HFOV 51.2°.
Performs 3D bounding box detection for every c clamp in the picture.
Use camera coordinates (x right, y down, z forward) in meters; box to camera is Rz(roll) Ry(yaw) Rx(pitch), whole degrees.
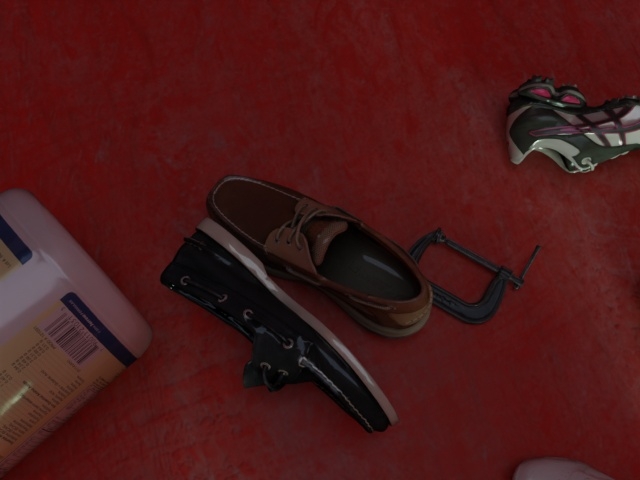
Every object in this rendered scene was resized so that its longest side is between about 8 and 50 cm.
[{"bbox_3d":[0.193,0.037,0.889,0.160,0.022,0.137,25,77,5],"label":"c clamp"}]

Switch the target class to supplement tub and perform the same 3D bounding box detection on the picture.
[{"bbox_3d":[-0.371,0.126,0.703,0.325,0.235,0.235,-42,78,-16],"label":"supplement tub"}]

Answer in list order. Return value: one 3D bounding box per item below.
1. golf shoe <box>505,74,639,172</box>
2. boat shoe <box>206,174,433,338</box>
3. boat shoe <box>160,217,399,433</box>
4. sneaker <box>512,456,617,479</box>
[{"bbox_3d":[0.394,-0.145,0.937,0.272,0.105,0.120,11,86,6],"label":"golf shoe"},{"bbox_3d":[0.000,0.000,0.832,0.324,0.116,0.123,28,71,10],"label":"boat shoe"},{"bbox_3d":[-0.061,0.119,0.786,0.113,0.127,0.340,-43,77,-15],"label":"boat shoe"},{"bbox_3d":[0.339,0.310,0.764,0.235,0.095,0.090,20,72,5],"label":"sneaker"}]
